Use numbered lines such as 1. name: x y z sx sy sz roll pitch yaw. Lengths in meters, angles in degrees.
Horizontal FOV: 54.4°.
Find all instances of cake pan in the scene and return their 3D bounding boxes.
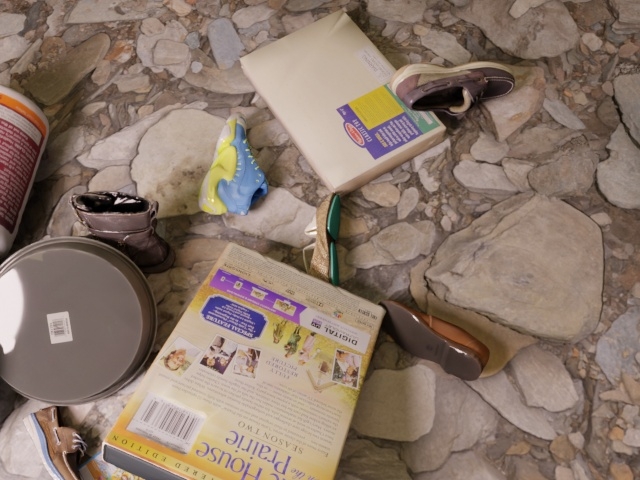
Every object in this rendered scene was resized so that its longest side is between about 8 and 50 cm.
1. cake pan: -0.426 0.139 1.045 0.293 0.054 0.293 0 92 -9

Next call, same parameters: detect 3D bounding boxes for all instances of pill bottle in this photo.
1. pill bottle: -0.679 -0.092 1.178 0.224 0.224 0.392 2 63 5

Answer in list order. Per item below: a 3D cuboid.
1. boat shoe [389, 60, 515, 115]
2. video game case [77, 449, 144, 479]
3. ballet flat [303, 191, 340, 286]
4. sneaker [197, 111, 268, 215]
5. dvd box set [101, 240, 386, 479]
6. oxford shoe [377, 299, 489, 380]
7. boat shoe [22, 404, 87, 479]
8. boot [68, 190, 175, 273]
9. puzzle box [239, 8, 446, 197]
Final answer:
1. boat shoe: 0.279 -0.302 1.267 0.285 0.103 0.092 -5 64 -25
2. video game case: -0.350 0.409 1.019 0.166 0.015 0.119 -36 66 -13
3. ballet flat: 0.000 0.000 1.177 0.067 0.073 0.206 -6 58 17
4. sneaker: -0.159 -0.146 1.262 0.126 0.091 0.240 18 64 -8
5. dvd box set: -0.089 0.207 0.962 0.308 0.062 0.420 23 44 1
6. oxford shoe: 0.195 0.163 1.090 0.212 0.076 0.076 31 39 21
7. boat shoe: -0.423 0.339 1.022 0.066 0.066 0.183 -34 57 -23
8. boot: -0.395 -0.020 1.119 0.263 0.229 0.091 -2 63 2
9. puzzle box: 0.039 -0.303 1.334 0.272 0.052 0.408 -29 65 -11
